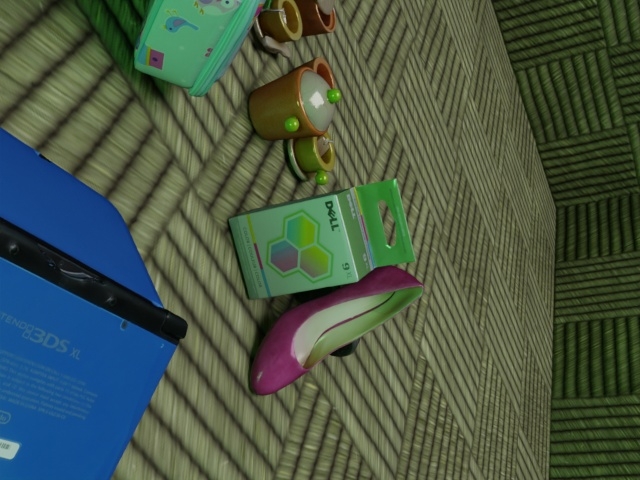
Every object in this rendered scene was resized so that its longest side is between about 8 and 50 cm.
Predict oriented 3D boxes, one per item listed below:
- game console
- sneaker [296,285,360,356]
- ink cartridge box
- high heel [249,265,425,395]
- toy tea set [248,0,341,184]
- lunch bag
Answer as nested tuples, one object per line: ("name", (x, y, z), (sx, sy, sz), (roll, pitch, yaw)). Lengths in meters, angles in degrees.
("game console", (-0.259, 0.035, 0.593), (0.293, 0.173, 0.250), (42, 70, -51))
("sneaker", (0.017, 0.041, 1.122), (0.130, 0.087, 0.227), (-58, 135, -57))
("ink cartridge box", (0.000, 0.000, 0.954), (0.062, 0.209, 0.109), (-30, 107, -63))
("high heel", (0.023, 0.117, 0.980), (0.244, 0.117, 0.082), (-38, 123, -31))
("toy tea set", (-0.006, -0.260, 1.136), (0.200, 0.124, 0.336), (29, 55, -58))
("lunch bag", (-0.110, -0.309, 0.850), (0.108, 0.224, 0.279), (22, 55, -16))
